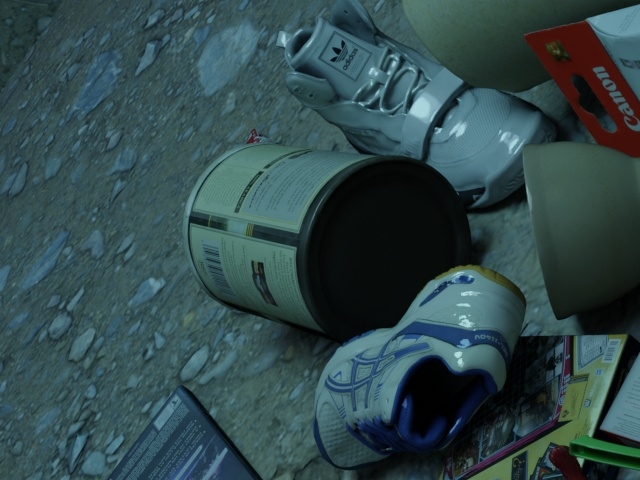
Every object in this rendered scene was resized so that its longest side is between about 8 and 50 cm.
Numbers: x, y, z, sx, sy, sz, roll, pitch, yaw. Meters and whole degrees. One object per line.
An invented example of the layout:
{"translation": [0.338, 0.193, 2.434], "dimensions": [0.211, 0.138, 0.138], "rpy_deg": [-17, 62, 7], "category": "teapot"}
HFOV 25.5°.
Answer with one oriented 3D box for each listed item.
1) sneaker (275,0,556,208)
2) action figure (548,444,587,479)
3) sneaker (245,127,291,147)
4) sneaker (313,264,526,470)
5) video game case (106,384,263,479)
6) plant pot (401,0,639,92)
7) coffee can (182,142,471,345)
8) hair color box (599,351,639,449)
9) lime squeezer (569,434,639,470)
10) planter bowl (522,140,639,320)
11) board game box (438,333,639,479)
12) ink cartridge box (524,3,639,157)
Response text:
{"translation": [0.087, -0.155, 1.557], "dimensions": [0.137, 0.210, 0.366], "rpy_deg": [-56, 30, -6], "category": "sneaker"}
{"translation": [0.213, 0.249, 0.999], "dimensions": [0.091, 0.139, 0.280], "rpy_deg": [-45, 44, 4], "category": "action figure"}
{"translation": [-0.069, -0.124, 1.912], "dimensions": [0.118, 0.042, 0.067], "rpy_deg": [-17, 48, 49], "category": "sneaker"}
{"translation": [0.071, 0.145, 1.296], "dimensions": [0.296, 0.112, 0.131], "rpy_deg": [-51, 15, 42], "category": "sneaker"}
{"translation": [-0.170, 0.298, 1.619], "dimensions": [0.196, 0.026, 0.274], "rpy_deg": [-53, 31, 0], "category": "video game case"}
{"translation": [0.244, -0.299, 1.371], "dimensions": [0.305, 0.334, 0.333], "rpy_deg": [-32, 34, 50], "category": "plant pot"}
{"translation": [0.000, 0.000, 1.521], "dimensions": [0.275, 0.201, 0.201], "rpy_deg": [13, 69, 58], "category": "coffee can"}
{"translation": [0.294, 0.110, 1.154], "dimensions": [0.072, 0.043, 0.141], "rpy_deg": [13, 70, 58], "category": "hair color box"}
{"translation": [0.315, 0.191, 0.984], "dimensions": [0.310, 0.110, 0.058], "rpy_deg": [37, 124, 53], "category": "lime squeezer"}
{"translation": [0.249, -0.018, 1.262], "dimensions": [0.109, 0.162, 0.162], "rpy_deg": [-12, 43, 14], "category": "planter bowl"}
{"translation": [0.179, 0.196, 1.223], "dimensions": [0.165, 0.042, 0.243], "rpy_deg": [-5, 54, 52], "category": "board game box"}
{"translation": [0.299, -0.116, 1.243], "dimensions": [0.232, 0.189, 0.066], "rpy_deg": [-10, 37, 49], "category": "ink cartridge box"}
